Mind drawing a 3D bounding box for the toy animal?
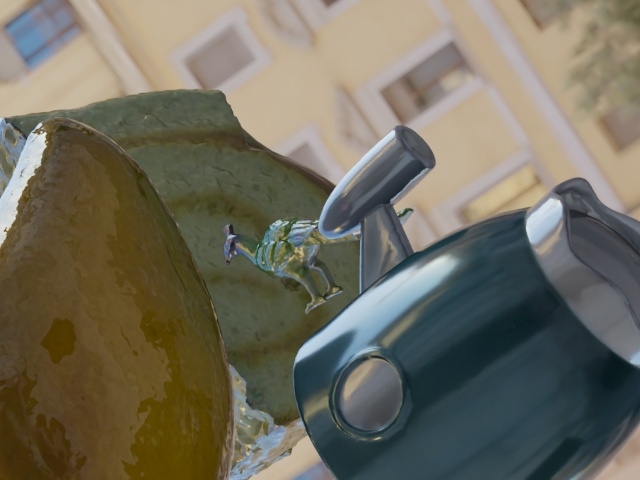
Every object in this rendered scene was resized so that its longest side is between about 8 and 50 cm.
[{"bbox_3d":[0.005,0.015,1.422,0.041,0.217,0.075,-33,-72,-38],"label":"toy animal"}]

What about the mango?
[{"bbox_3d":[-0.128,0.074,1.006,0.176,0.119,0.317,20,-127,-35],"label":"mango"}]

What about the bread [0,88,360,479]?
[{"bbox_3d":[-0.110,0.015,1.730,0.264,0.239,0.395,-32,-102,-33],"label":"bread"}]

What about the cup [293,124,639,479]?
[{"bbox_3d":[0.100,0.061,0.967,0.167,0.173,0.299,11,-136,-52],"label":"cup"}]
